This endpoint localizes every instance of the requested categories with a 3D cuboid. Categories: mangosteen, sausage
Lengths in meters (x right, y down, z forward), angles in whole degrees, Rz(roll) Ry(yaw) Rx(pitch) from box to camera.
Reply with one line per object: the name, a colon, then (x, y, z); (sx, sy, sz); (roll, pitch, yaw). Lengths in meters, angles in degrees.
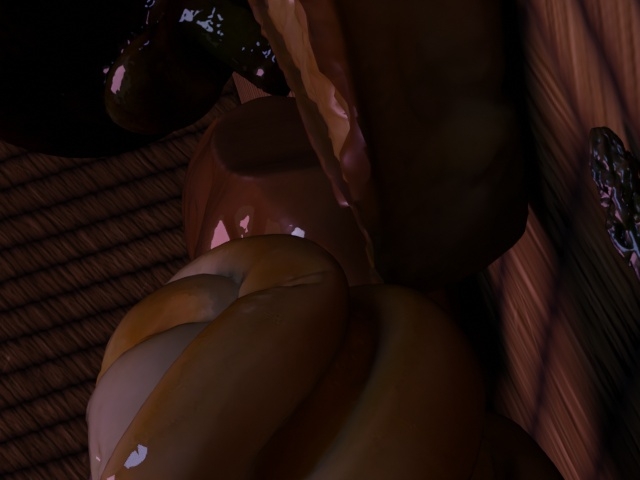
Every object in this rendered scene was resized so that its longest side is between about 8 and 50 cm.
mangosteen: (-0.170, -0.193, 1.261); (0.297, 0.297, 0.293); (78, 177, -53)
sausage: (-0.002, 0.004, 0.837); (0.241, 0.120, 0.136); (-118, 16, -68)

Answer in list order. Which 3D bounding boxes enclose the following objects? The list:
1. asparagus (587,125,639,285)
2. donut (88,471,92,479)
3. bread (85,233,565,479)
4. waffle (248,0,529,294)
asparagus: (0.093, 0.044, 0.408); (0.013, 0.016, 0.166); (16, -131, -53)
donut: (0.020, 0.224, 0.900); (0.382, 0.142, 0.382); (59, -171, -15)
bread: (0.044, 0.139, 0.536); (0.311, 0.121, 0.173); (59, -175, -16)
waffle: (-0.020, -0.183, 0.613); (0.348, 0.078, 0.304); (-112, 5, -50)
